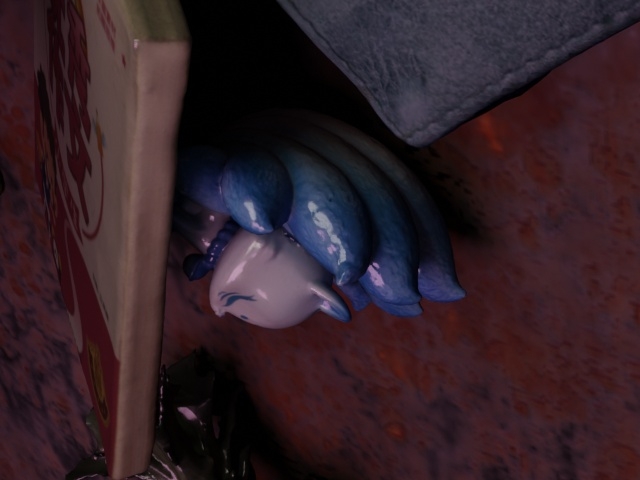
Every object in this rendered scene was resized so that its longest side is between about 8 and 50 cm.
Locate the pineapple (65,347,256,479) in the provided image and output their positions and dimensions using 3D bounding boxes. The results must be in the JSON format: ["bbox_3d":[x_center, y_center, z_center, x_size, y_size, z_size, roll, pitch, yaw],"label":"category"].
[{"bbox_3d":[-0.017,0.163,0.713,0.251,0.125,0.125,52,145,3],"label":"pineapple"}]

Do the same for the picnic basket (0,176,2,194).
[{"bbox_3d":[-0.289,-0.012,0.794,0.165,0.139,0.267,51,145,-6],"label":"picnic basket"}]

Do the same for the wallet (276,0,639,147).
[{"bbox_3d":[0.076,-0.152,0.357,0.190,0.046,0.379,52,144,-9],"label":"wallet"}]

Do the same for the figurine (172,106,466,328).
[{"bbox_3d":[0.000,0.000,0.558,0.114,0.079,0.114,29,167,7],"label":"figurine"}]

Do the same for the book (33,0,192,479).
[{"bbox_3d":[-0.080,-0.042,0.575,0.232,0.022,0.162,101,154,-50],"label":"book"}]
